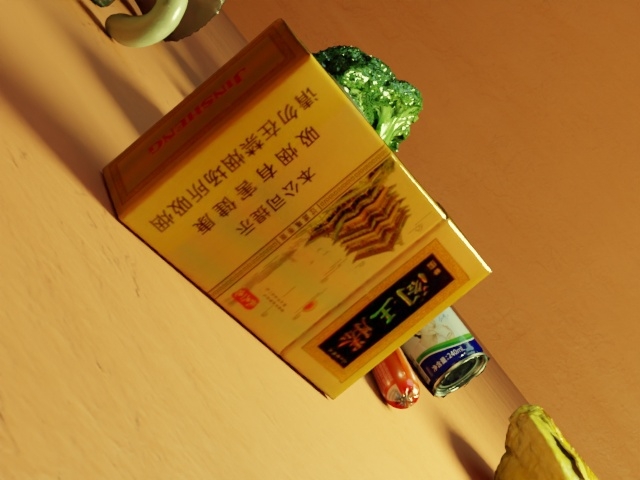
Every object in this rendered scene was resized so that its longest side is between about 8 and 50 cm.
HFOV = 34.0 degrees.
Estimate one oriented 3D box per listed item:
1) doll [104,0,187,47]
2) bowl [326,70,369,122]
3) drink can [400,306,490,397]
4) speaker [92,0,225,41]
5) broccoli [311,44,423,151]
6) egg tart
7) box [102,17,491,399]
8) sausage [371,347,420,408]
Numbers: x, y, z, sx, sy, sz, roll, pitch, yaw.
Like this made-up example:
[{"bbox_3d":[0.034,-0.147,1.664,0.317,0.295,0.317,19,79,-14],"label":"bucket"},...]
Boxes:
[{"bbox_3d":[-0.262,-0.403,1.107,0.370,0.215,0.226,46,24,-52],"label":"doll"},{"bbox_3d":[-0.003,-0.142,1.528,0.211,0.112,0.211,50,-10,13],"label":"bowl"},{"bbox_3d":[0.135,0.105,1.498,0.235,0.097,0.097,54,7,28],"label":"drink can"},{"bbox_3d":[-0.282,-0.388,1.420,0.329,0.198,0.259,21,67,-48],"label":"speaker"},{"bbox_3d":[0.019,-0.188,1.768,0.308,0.307,0.275,13,73,-80],"label":"broccoli"},{"bbox_3d":[0.301,0.336,1.263,0.290,0.115,0.290,52,7,-9],"label":"egg tart"},{"bbox_3d":[-0.008,-0.013,0.805,0.274,0.174,0.076,46,9,-39],"label":"box"},{"bbox_3d":[0.078,0.139,1.124,0.145,0.050,0.048,-117,-153,-64],"label":"sausage"}]
